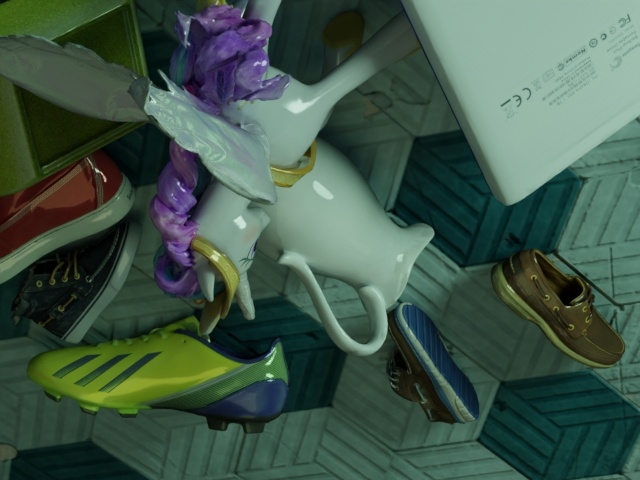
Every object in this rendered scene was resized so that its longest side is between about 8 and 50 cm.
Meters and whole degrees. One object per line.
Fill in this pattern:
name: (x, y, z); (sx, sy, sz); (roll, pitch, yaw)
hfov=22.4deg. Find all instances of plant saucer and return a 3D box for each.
plant saucer: (-0.228, -0.144, 1.476); (0.188, 0.045, 0.188); (-32, 136, -28)

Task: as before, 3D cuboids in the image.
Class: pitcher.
pitcher: (0.000, 0.000, 1.571); (0.207, 0.177, 0.125); (37, 138, -25)

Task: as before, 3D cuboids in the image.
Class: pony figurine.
pony figurine: (-0.077, -0.126, 1.368); (0.363, 0.303, 0.351); (-56, 137, -6)

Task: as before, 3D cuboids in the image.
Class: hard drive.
hard drive: (0.183, -0.209, 1.408); (0.210, 0.040, 0.318); (-35, 125, -8)

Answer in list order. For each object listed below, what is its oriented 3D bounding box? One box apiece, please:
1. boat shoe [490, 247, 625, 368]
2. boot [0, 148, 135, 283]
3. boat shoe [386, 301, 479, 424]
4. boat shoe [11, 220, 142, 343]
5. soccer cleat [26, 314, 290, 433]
boat shoe: (0.258, 0.071, 1.683); (0.178, 0.064, 0.060); (37, 125, -21)
boot: (-0.332, -0.054, 1.614); (0.244, 0.088, 0.176); (-27, 123, 15)
boat shoe: (0.107, 0.142, 1.754); (0.066, 0.066, 0.183); (-19, 126, 21)
boat shoe: (-0.257, 0.036, 1.692); (0.083, 0.065, 0.183); (25, 128, -17)
soccer cleat: (-0.175, 0.135, 1.774); (0.289, 0.093, 0.121); (7, 100, 5)
